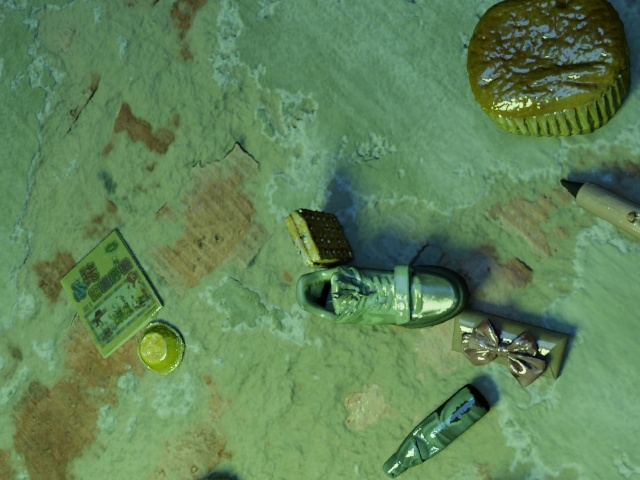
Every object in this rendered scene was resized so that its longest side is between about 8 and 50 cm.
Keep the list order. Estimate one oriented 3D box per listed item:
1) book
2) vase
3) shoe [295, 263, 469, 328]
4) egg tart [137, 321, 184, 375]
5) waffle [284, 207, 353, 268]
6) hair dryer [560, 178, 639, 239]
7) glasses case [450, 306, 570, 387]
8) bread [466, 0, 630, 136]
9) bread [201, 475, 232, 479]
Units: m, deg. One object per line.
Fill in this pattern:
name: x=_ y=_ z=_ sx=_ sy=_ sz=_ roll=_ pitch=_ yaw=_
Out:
book: x=-0.411 y=0.106 z=2.039 sx=0.168 sy=0.013 sz=0.192 roll=-40 pitch=71 yaw=16
vase: x=0.186 y=0.325 z=1.737 sx=0.211 sy=0.060 sz=0.060 roll=-42 pitch=71 yaw=14
shoe: x=0.089 y=0.094 z=1.729 sx=0.293 sy=0.149 sz=0.109 roll=-3 pitch=86 yaw=36
egg tart: x=-0.308 y=0.205 z=1.972 sx=0.105 sy=0.039 sz=0.105 roll=-3 pitch=83 yaw=22
waffle: x=-0.001 y=0.000 z=1.798 sx=0.042 sy=0.148 sz=0.102 roll=-29 pitch=76 yaw=21
hair dryer: x=0.498 y=-0.021 z=1.587 sx=0.344 sy=0.189 sz=0.106 roll=32 pitch=98 yaw=37
glasses case: x=0.297 y=0.178 z=1.697 sx=0.194 sy=0.070 sz=0.102 roll=15 pitch=93 yaw=24
bread: x=0.367 y=-0.281 z=1.671 sx=0.253 sy=0.142 sz=0.227 roll=-1 pitch=78 yaw=25
bread: x=-0.207 y=0.502 z=1.888 sx=0.156 sy=0.064 sz=0.117 roll=-42 pitch=70 yaw=13
